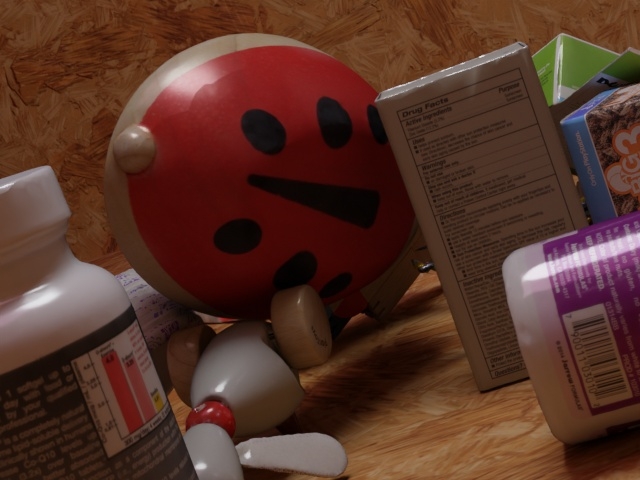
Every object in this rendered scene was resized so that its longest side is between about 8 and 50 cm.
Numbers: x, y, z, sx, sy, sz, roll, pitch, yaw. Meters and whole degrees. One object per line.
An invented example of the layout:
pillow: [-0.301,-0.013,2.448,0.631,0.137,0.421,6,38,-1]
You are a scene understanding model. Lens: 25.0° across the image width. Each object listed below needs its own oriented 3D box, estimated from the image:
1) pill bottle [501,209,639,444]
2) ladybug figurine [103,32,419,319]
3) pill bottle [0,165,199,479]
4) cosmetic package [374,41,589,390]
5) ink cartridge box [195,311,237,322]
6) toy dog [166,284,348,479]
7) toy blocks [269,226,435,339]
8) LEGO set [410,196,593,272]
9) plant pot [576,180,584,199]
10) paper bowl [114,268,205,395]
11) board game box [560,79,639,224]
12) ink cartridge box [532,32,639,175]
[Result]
pill bottle: [0.311,0.045,1.156,0.301,0.169,0.169,-18,8,12]
ladybug figurine: [-0.036,-0.055,1.508,0.162,0.305,0.449,18,8,37]
pill bottle: [-0.216,0.142,1.077,0.210,0.363,0.210,-19,8,3]
cosmetic package: [0.180,-0.026,1.440,0.160,0.309,0.113,-18,8,8]
ink cartridge box: [-0.082,0.041,2.422,0.308,0.091,0.385,-24,8,-29]
toy dog: [-0.073,0.187,1.366,0.220,0.161,0.334,-10,27,36]
toy blocks: [0.000,0.000,1.815,0.190,0.381,0.261,24,67,40]
LEGO set: [0.239,-0.018,1.663,0.255,0.192,0.331,-18,8,9]
plant pot: [0.404,-0.118,1.861,0.167,0.165,0.167,-1,-3,0]
paper bowl: [-0.268,0.142,1.539,0.284,0.148,0.284,-45,-11,-11]
board game box: [0.416,-0.060,1.386,0.291,0.232,0.141,-16,9,32]
ink cartridge box: [0.341,-0.163,1.592,0.188,0.097,0.255,17,-27,-20]
